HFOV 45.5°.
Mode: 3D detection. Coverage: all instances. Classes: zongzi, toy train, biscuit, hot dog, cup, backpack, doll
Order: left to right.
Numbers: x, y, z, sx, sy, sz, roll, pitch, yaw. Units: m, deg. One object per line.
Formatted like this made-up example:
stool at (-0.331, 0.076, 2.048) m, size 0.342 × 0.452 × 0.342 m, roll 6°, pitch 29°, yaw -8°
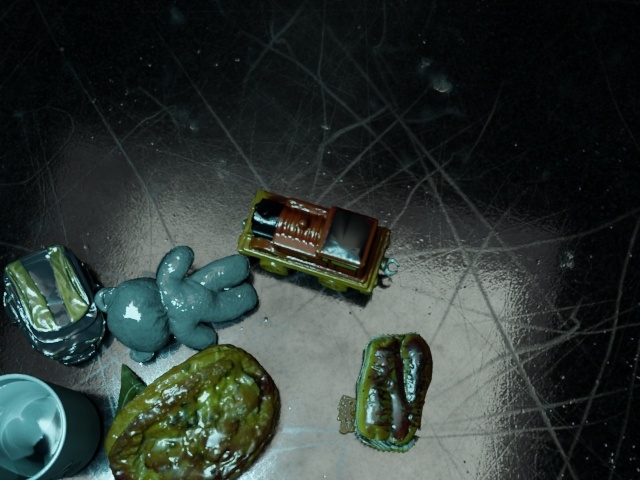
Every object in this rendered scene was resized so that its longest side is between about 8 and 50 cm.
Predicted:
cup at (-0.569, 0.386, 1.542) m, size 0.206 × 0.312 × 0.205 m, roll 0°, pitch 75°, yaw 0°
backpack at (-0.586, 0.154, 1.707) m, size 0.206 × 0.133 × 0.258 m, roll -26°, pitch 83°, yaw -16°
zongzi at (-0.446, 0.369, 1.695) m, size 0.130 × 0.062 × 0.154 m, roll 38°, pitch 93°, yaw 30°
doll at (-0.314, 0.138, 1.717) m, size 0.340 × 0.158 × 0.245 m, roll -25°, pitch 109°, yaw -20°
hot dog at (-0.270, 0.393, 1.611) m, size 0.388 × 0.174 × 0.267 m, roll -38°, pitch 96°, yaw -9°
toy train at (0.000, 0.000, 1.694) m, size 0.369 × 0.231 × 0.163 m, roll 17°, pitch 75°, yaw 5°
biscuit at (0.068, 0.387, 1.700) m, size 0.082 × 0.016 × 0.092 m, roll -27°, pitch 77°, yaw -7°
hot dog at (0.162, 0.328, 1.677) m, size 0.163 × 0.082 × 0.270 m, roll 13°, pitch 76°, yaw -8°
